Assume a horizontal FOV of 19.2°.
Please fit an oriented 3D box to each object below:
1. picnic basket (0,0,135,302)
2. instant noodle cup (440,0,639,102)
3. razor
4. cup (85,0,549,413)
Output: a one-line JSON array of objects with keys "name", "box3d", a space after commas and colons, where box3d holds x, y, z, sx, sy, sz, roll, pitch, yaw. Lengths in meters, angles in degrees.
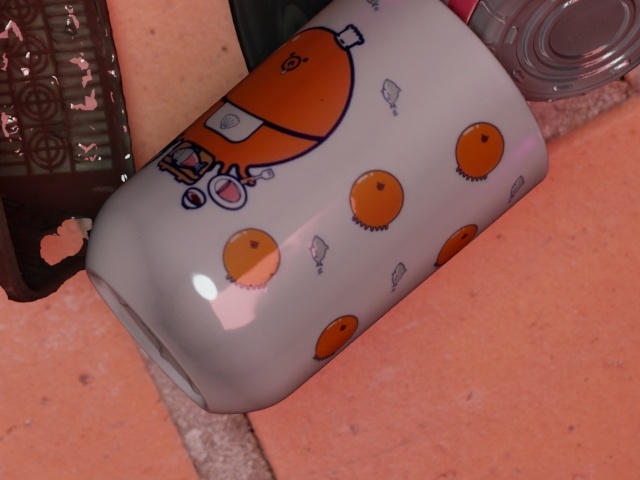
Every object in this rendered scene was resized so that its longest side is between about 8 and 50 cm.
[{"name": "picnic basket", "box3d": [-0.252, -0.117, 1.418, 0.129, 0.222, 0.297, 3, 116, 24]}, {"name": "instant noodle cup", "box3d": [0.172, -0.225, 1.466, 0.302, 0.182, 0.258, 18, 130, -44]}, {"name": "razor", "box3d": [-0.026, -0.179, 1.543, 0.090, 0.054, 0.148, -24, 118, -12]}, {"name": "cup", "box3d": [-0.011, -0.025, 1.439, 0.317, 0.212, 0.212, -42, 118, -12]}]
